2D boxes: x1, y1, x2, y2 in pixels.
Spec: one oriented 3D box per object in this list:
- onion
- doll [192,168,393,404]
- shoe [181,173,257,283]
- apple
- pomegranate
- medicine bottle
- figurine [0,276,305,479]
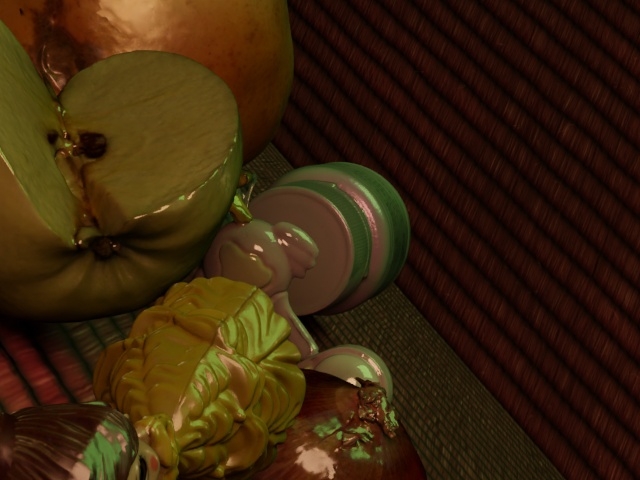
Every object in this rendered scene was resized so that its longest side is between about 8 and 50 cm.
[{"bbox_3d":[0.016,0.203,1.269,0.230,0.163,0.230,23,23,-10],"label":"onion"},{"bbox_3d":[-0.039,0.100,1.439,0.365,0.160,0.094,61,13,3],"label":"doll"},{"bbox_3d":[-0.163,-0.039,1.647,0.198,0.172,0.351,58,7,-40],"label":"shoe"},{"bbox_3d":[-0.226,-0.052,1.078,0.295,0.233,0.257,6,42,-33],"label":"apple"},{"bbox_3d":[-0.228,-0.225,1.372,0.417,0.416,0.416,44,8,-8],"label":"pomegranate"},{"bbox_3d":[0.000,0.000,2.007,0.241,0.241,0.302,46,17,8],"label":"medicine bottle"},{"bbox_3d":[-0.131,0.148,0.907,0.168,0.187,0.315,50,16,2],"label":"figurine"}]
